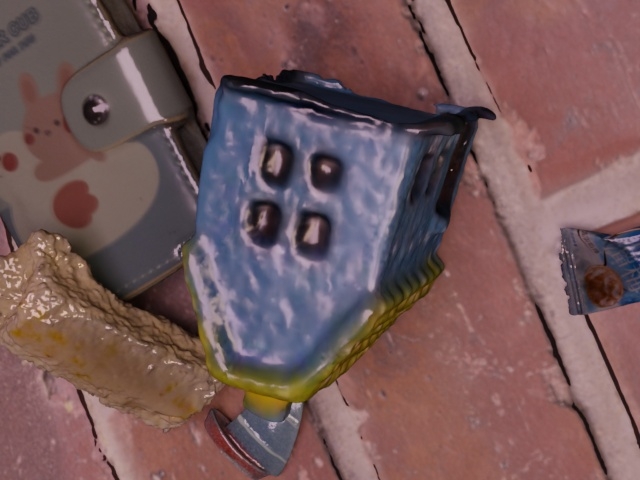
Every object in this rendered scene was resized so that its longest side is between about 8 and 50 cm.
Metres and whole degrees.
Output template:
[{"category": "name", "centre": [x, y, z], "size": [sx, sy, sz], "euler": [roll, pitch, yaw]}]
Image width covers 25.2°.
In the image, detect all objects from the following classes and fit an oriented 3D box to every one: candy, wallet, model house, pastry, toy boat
[{"category": "candy", "centre": [0.283, 0.020, 1.303], "size": [0.136, 0.038, 0.088], "euler": [-9, 108, 26]}, {"category": "wallet", "centre": [-0.245, -0.114, 1.435], "size": [0.252, 0.083, 0.360], "euler": [-29, 89, 24]}, {"category": "model house", "centre": [0.000, 0.000, 1.284], "size": [0.216, 0.237, 0.303], "euler": [19, 103, 14]}, {"category": "pastry", "centre": [-0.207, 0.094, 1.391], "size": [0.258, 0.089, 0.121], "euler": [37, 108, -27]}, {"category": "toy boat", "centre": [-0.048, 0.177, 1.432], "size": [0.122, 0.034, 0.096], "euler": [-43, 89, 17]}]
